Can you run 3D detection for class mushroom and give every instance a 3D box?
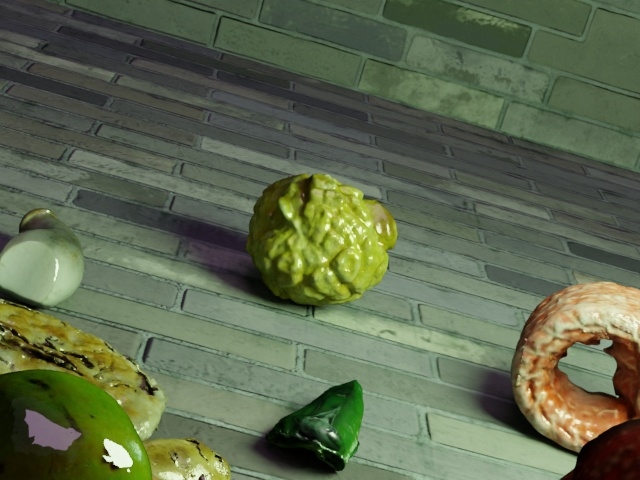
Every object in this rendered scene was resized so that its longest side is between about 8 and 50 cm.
[{"bbox_3d":[-0.385,0.025,1.882,0.118,0.103,0.270,33,8,-10],"label":"mushroom"}]

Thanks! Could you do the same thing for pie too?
[{"bbox_3d":[-0.326,0.151,1.549,0.339,0.077,0.339,25,14,-7],"label":"pie"}]

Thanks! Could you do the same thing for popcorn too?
[{"bbox_3d":[0.000,0.000,2.130,0.237,0.206,0.251,5,-1,14],"label":"popcorn"}]

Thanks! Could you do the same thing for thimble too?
[{"bbox_3d":[0.399,0.179,1.925,0.239,0.239,0.162,19,17,6],"label":"thimble"}]

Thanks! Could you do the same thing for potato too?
[{"bbox_3d":[-0.171,0.258,1.454,0.170,0.080,0.107,-2,14,-40],"label":"potato"}]

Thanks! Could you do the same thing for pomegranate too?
[{"bbox_3d":[-0.235,0.241,1.264,0.302,0.236,0.236,17,15,-41],"label":"pomegranate"}]

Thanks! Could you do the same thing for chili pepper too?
[{"bbox_3d":[0.006,0.227,1.714,0.108,0.062,0.216,21,18,11],"label":"chili pepper"}]

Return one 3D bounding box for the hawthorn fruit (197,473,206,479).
[{"bbox_3d":[-0.137,0.310,1.066,0.210,0.262,0.210,12,21,-5],"label":"hawthorn fruit"}]

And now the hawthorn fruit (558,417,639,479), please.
[{"bbox_3d":[0.389,0.356,1.254,0.402,0.403,0.403,15,19,-6],"label":"hawthorn fruit"}]
